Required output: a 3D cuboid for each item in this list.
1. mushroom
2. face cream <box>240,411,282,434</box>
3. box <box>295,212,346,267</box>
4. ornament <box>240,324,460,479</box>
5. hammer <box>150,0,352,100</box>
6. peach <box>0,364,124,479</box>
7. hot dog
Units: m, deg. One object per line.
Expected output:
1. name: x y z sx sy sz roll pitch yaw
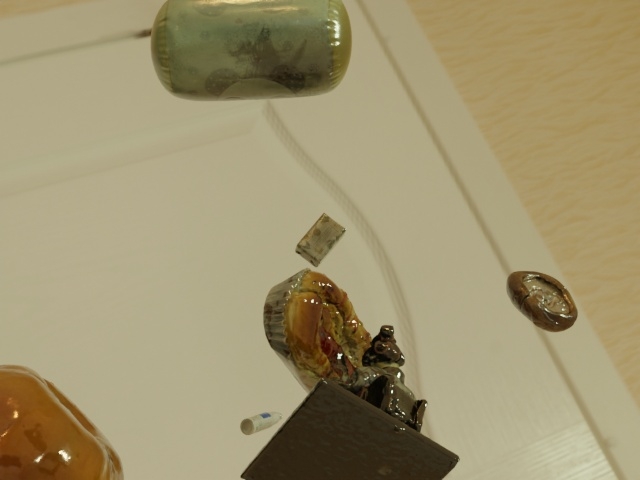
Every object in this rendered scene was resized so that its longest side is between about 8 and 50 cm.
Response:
1. mushroom: 0.337 0.094 1.276 0.123 0.123 0.052 56 -47 39
2. face cream: -0.117 0.370 1.697 0.130 0.034 0.034 5 61 -64
3. box: 0.000 0.000 1.662 0.062 0.098 0.045 36 -21 5
4. ornament: 0.046 0.173 0.859 0.153 0.166 0.196 -52 -170 30
5. hammer: -0.072 -0.233 0.928 0.305 0.202 0.113 -95 -175 -69
6. peach: -0.449 0.352 1.154 0.343 0.301 0.343 43 -13 13
7. hot dog: 0.014 0.134 0.961 0.252 0.069 0.131 58 35 -37
